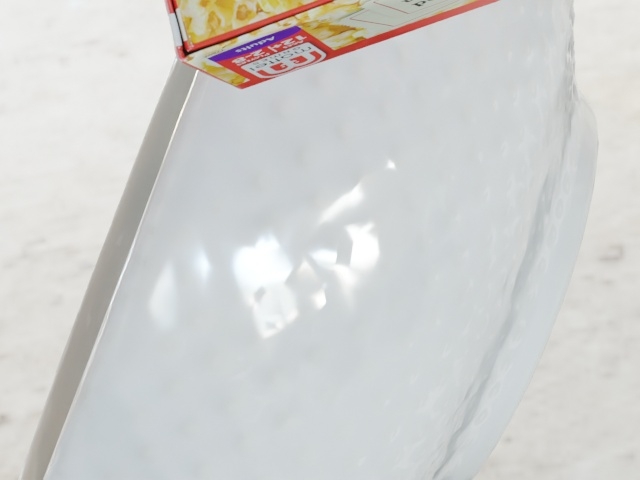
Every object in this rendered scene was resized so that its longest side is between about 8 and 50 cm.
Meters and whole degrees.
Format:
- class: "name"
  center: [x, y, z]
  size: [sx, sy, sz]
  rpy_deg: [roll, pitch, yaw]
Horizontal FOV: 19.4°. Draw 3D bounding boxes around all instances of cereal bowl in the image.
- class: "cereal bowl"
  center: [0.000, 0.000, 0.663]
  size: [0.141, 0.339, 0.339]
  rpy_deg: [22, 27, -8]

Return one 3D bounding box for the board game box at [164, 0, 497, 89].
- class: "board game box"
  center: [0.045, -0.133, 0.399]
  size: [0.194, 0.146, 0.045]
  rpy_deg: [-17, -8, 15]
